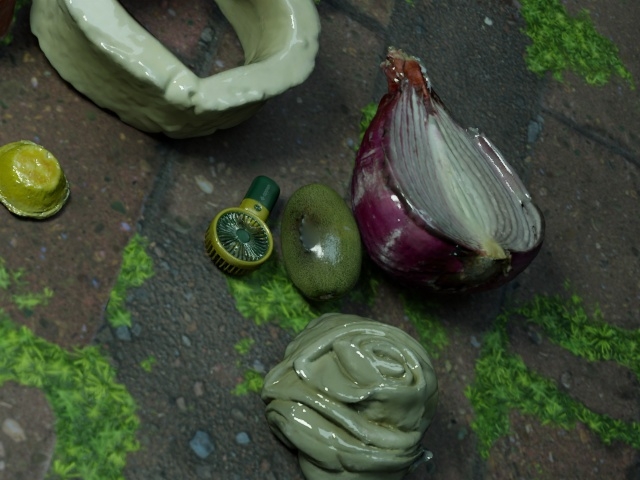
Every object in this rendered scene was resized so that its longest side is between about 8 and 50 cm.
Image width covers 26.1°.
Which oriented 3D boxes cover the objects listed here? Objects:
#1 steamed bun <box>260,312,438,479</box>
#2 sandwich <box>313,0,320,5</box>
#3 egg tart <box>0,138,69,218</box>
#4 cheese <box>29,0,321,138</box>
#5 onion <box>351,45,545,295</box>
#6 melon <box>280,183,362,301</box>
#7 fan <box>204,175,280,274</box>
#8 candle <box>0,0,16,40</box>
[{"bbox_3d":[0.053,0.180,1.594,0.211,0.144,0.218,45,49,0],"label":"steamed bun"},{"bbox_3d":[-0.103,-0.392,1.903,0.244,0.090,0.088,10,59,-27],"label":"sandwich"},{"bbox_3d":[-0.332,-0.075,1.589,0.105,0.039,0.105,18,52,-24],"label":"egg tart"},{"bbox_3d":[-0.174,-0.278,1.703,0.332,0.153,0.292,44,63,-10],"label":"cheese"},{"bbox_3d":[0.127,-0.072,1.801,0.267,0.159,0.349,11,47,-41],"label":"onion"},{"bbox_3d":[0.000,0.000,1.709,0.099,0.099,0.162,9,55,-28],"label":"melon"},{"bbox_3d":[-0.089,-0.021,1.706,0.082,0.039,0.155,34,47,-8],"label":"fan"},{"bbox_3d":[-0.477,-0.379,1.616,0.316,0.131,0.287,29,48,-8],"label":"candle"}]
